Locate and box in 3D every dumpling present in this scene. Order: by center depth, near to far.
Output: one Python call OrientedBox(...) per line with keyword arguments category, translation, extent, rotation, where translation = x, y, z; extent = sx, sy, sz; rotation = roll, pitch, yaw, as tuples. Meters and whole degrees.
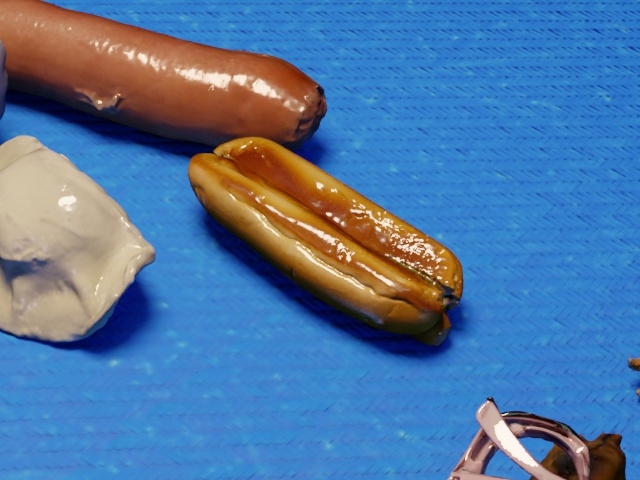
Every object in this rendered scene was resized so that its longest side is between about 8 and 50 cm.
OrientedBox(category="dumpling", translation=(-0.215, 0.005, 1.201), extent=(0.169, 0.100, 0.134), rotation=(43, 89, 7))

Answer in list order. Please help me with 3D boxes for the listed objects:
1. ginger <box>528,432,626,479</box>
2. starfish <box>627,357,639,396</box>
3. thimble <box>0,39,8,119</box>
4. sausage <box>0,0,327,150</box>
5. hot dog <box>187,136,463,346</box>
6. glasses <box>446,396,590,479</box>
OrientedBox(category="ginger", translation=(0.063, 0.208, 0.992), extent=(0.309, 0.107, 0.133), rotation=(-7, 20, -12))
OrientedBox(category="starfish", translation=(0.306, 0.083, 1.189), extent=(0.130, 0.041, 0.133), rotation=(24, 46, 18))
OrientedBox(category="thimble", translation=(-0.328, -0.123, 1.270), extent=(0.127, 0.151, 0.118), rotation=(10, 38, 19))
OrientedBox(category="sausage", translation=(-0.196, -0.152, 1.361), extent=(0.418, 0.094, 0.094), rotation=(16, 74, 11))
OrientedBox(category="hot dog", translation=(0.000, 0.000, 1.231), extent=(0.249, 0.068, 0.100), rotation=(33, 39, 24))
OrientedBox(category="glasses", translation=(0.164, 0.185, 0.890), extent=(0.255, 0.095, 0.162), rotation=(13, 75, 15))
